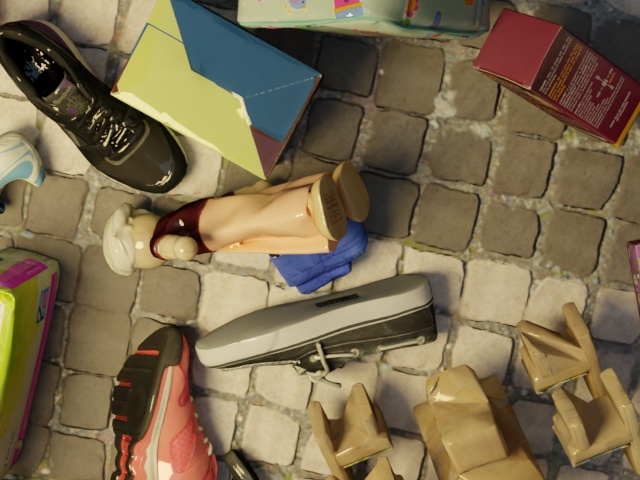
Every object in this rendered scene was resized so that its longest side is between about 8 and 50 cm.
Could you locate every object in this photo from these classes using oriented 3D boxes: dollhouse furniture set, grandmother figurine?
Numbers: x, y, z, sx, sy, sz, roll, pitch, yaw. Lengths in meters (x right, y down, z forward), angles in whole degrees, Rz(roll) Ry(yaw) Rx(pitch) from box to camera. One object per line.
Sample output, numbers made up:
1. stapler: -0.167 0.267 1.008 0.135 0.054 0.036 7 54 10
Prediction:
1. dollhouse furniture set: 0.221 0.335 1.283 0.362 0.394 0.256 -22 124 3
2. grandmother figurine: -0.125 -0.016 1.297 0.342 0.208 0.104 -10 96 29

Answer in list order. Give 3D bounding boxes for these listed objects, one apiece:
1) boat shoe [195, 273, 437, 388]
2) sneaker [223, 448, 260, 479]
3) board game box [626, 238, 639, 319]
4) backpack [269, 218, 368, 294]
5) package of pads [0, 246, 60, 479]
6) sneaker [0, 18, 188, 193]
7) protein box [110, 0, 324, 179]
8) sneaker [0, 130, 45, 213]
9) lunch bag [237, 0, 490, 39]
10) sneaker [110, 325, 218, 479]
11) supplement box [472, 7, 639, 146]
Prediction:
1. boat shoe: 0.000 0.129 1.369 0.306 0.113 0.105 -16 104 -13
2. sneaker: -0.101 0.366 1.429 0.089 0.051 0.170 -34 100 0
3. board game box: 0.532 0.149 1.399 0.208 0.056 0.347 -12 97 -2
4. backpack: 0.000 0.000 1.359 0.120 0.098 0.101 -30 126 4
5. package of pads: -0.413 0.171 1.316 0.101 0.229 0.297 14 98 -1
6. sneaker: -0.289 -0.154 1.323 0.283 0.124 0.107 41 97 -5
7. protein box: -0.113 -0.185 1.278 0.199 0.201 0.136 29 97 -3
8. sneaker: -0.457 -0.051 1.361 0.237 0.085 0.086 -28 104 7
9. lunch bag: 0.046 -0.285 1.214 0.224 0.279 0.108 11 103 37
10. sneaker: -0.195 0.268 1.406 0.136 0.116 0.314 9 88 -36
11. supplement box: 0.287 -0.192 1.281 0.188 0.104 0.081 22 98 -39
